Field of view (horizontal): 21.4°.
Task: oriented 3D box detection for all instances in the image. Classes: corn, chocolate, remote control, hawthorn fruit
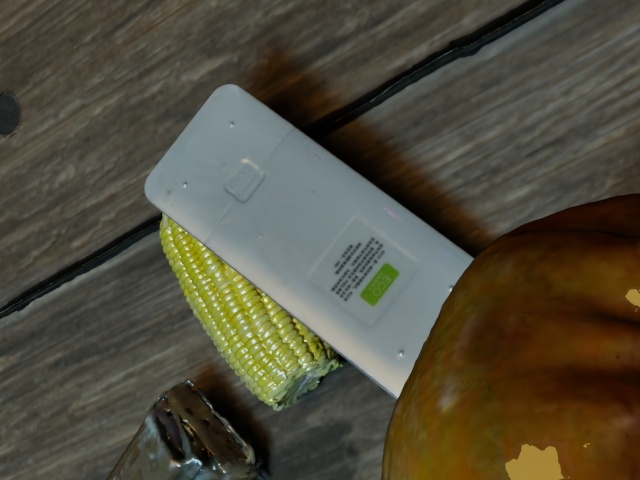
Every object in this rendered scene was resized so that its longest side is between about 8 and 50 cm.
[{"bbox_3d":[-0.049,0.033,1.158,0.085,0.063,0.165,-36,70,8],"label":"corn"},{"bbox_3d":[-0.158,0.241,1.250,0.102,0.065,0.329,51,122,25],"label":"chocolate"},{"bbox_3d":[0.000,0.000,1.095,0.250,0.034,0.103,36,89,24],"label":"remote control"},{"bbox_3d":[0.151,0.132,0.884,0.277,0.277,0.298,61,150,20],"label":"hawthorn fruit"}]
